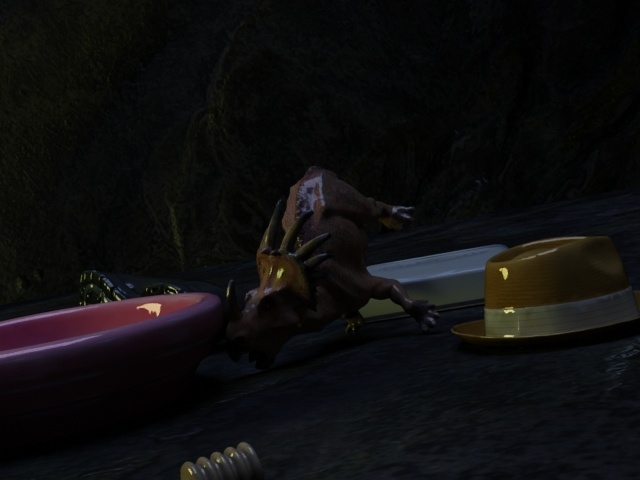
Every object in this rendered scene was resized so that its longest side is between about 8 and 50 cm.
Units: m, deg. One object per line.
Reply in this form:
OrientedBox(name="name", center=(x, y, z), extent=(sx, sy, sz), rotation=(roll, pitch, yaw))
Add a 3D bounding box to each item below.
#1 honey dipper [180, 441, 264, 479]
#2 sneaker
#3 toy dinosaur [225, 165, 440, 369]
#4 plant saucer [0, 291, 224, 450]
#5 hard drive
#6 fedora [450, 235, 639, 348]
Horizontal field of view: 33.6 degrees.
OrientedBox(name="honey dipper", center=(-0.106, 0.141, 0.537), extent=(0.160, 0.031, 0.030), rotation=(-15, 5, -25))
OrientedBox(name="sneaker", center=(-0.193, 0.090, 1.280), extent=(0.130, 0.109, 0.286), rotation=(-4, 7, -42))
OrientedBox(name="toy dinosaur", center=(0.000, 0.000, 1.074), extent=(0.127, 0.296, 0.200), rotation=(-36, -52, 30))
OrientedBox(name="plant saucer", center=(-0.245, 0.116, 0.939), extent=(0.332, 0.084, 0.332), rotation=(-9, 4, 1))
OrientedBox(name="hard drive", center=(0.145, 0.050, 1.338), extent=(0.210, 0.040, 0.318), rotation=(-10, 3, 6))
OrientedBox(name="fedora", center=(0.206, 0.040, 0.929), extent=(0.194, 0.079, 0.194), rotation=(-9, 3, 0))
